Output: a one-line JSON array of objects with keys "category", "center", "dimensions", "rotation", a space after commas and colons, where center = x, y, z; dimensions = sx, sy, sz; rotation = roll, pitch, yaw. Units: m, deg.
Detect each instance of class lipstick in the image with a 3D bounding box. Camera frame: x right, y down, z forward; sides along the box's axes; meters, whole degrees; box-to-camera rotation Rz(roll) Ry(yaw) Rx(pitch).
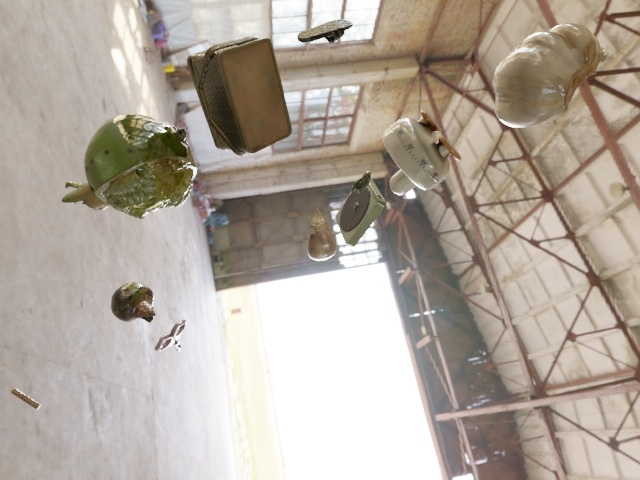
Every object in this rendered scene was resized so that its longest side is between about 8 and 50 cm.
[{"category": "lipstick", "center": [-0.887, 0.477, 1.424], "dimensions": [0.019, 0.094, 0.019], "rotation": [-57, -178, 3]}]

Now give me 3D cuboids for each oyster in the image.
[{"category": "oyster", "center": [0.171, -0.253, 2.035], "dimensions": [0.037, 0.100, 0.098], "rotation": [35, -63, 34]}]

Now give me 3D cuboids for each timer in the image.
[{"category": "timer", "center": [0.276, -0.249, 1.443], "dimensions": [0.233, 0.240, 0.233], "rotation": [39, 26, -24]}]

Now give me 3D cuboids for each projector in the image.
[{"category": "projector", "center": [0.181, -0.133, 2.147], "dimensions": [0.259, 0.079, 0.257], "rotation": [-55, -153, 23]}]

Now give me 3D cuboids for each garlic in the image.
[{"category": "garlic", "center": [-0.002, 0.003, 1.707], "dimensions": [0.148, 0.129, 0.266], "rotation": [-65, -176, -12]}, {"category": "garlic", "center": [0.520, -0.406, 1.143], "dimensions": [0.281, 0.185, 0.203], "rotation": [-63, -149, 7]}]

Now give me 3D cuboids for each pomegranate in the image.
[{"category": "pomegranate", "center": [-0.603, 0.217, 1.542], "dimensions": [0.163, 0.138, 0.125], "rotation": [50, -54, 13]}, {"category": "pomegranate", "center": [-0.462, -0.167, 1.144], "dimensions": [0.260, 0.341, 0.260], "rotation": [-21, 90, -85]}]

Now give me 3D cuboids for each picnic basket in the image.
[{"category": "picnic basket", "center": [-0.190, -0.350, 1.156], "dimensions": [0.139, 0.165, 0.266], "rotation": [15, -50, 42]}]

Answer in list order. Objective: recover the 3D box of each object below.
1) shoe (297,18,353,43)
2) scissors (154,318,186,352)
[{"category": "shoe", "center": [0.015, -0.632, 1.456], "dimensions": [0.049, 0.179, 0.071], "rotation": [80, -17, -47]}, {"category": "scissors", "center": [-0.414, 0.291, 1.347], "dimensions": [0.021, 0.110, 0.212], "rotation": [38, -26, 14]}]
